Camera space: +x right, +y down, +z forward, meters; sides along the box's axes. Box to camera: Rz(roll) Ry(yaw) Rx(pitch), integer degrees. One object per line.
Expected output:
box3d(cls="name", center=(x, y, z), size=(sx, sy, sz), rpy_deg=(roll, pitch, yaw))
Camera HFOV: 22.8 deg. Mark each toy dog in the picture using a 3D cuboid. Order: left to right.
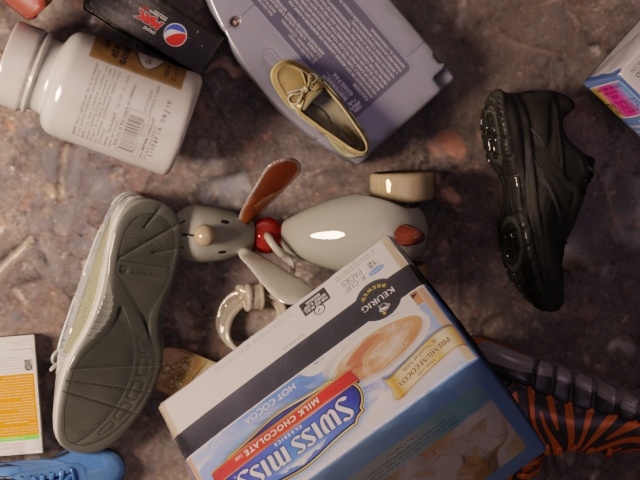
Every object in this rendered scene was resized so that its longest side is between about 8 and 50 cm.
box3d(cls="toy dog", center=(0.000, 0.000, 1.916), size=(0.333, 0.161, 0.220), rpy_deg=(-22, 94, -7))

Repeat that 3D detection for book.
box3d(cls="book", center=(-0.390, 0.189, 1.933), size=(0.096, 0.035, 0.144), rpy_deg=(-4, 92, -5))

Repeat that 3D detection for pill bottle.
box3d(cls="pill bottle", center=(-0.267, -0.175, 1.889), size=(0.229, 0.131, 0.131), rpy_deg=(20, 89, -8))

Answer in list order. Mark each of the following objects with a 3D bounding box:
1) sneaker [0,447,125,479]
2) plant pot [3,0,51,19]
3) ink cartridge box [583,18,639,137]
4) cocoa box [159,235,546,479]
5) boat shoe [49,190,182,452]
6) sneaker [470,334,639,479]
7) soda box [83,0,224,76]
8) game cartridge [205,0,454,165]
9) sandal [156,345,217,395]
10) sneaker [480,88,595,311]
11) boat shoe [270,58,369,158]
box3d(cls="sneaker", center=(-0.339, 0.297, 1.915), size=(0.209, 0.082, 0.069), rpy_deg=(-6, 99, -9))
box3d(cls="plant pot", center=(-0.364, -0.413, 1.817), size=(0.265, 0.272, 0.272), rpy_deg=(44, 86, -15))
box3d(cls="ink cartridge box", center=(0.573, -0.165, 1.998), size=(0.395, 0.151, 0.270), rpy_deg=(42, 86, -6))
box3d(cls="cocoa box", center=(0.037, 0.218, 1.833), size=(0.347, 0.228, 0.231), rpy_deg=(-36, 135, 2))
box3d(cls="boat shoe", center=(-0.254, 0.099, 1.925), size=(0.118, 0.103, 0.320), rpy_deg=(11, 96, -27))
box3d(cls="sneaker", center=(0.303, 0.251, 2.000), size=(0.321, 0.124, 0.180), rpy_deg=(20, 93, 3))
box3d(cls="soda box", center=(-0.204, -0.265, 1.934), size=(0.169, 0.053, 0.060), rpy_deg=(31, 88, -7))
box3d(cls="game cartridge", center=(0.000, -0.247, 1.965), size=(0.196, 0.060, 0.294), rpy_deg=(-42, 96, -8))
box3d(cls="sandal", center=(-0.096, 0.188, 1.949), size=(0.240, 0.079, 0.088), rpy_deg=(16, 90, -8))
box3d(cls="sneaker", center=(0.287, -0.054, 1.988), size=(0.130, 0.109, 0.286), rpy_deg=(-9, 95, -14))
box3d(cls="boat shoe", center=(0.002, -0.160, 1.918), size=(0.056, 0.048, 0.153), rpy_deg=(-42, 97, -4))
